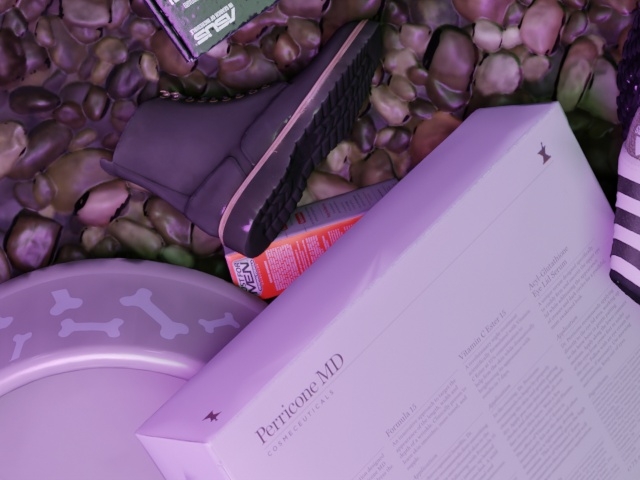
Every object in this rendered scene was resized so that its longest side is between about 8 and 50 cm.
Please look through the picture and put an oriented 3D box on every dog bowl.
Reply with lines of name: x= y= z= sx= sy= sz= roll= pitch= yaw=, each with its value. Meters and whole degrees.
dog bowl: x=-0.144 y=0.190 z=1.357 sx=0.349 sy=0.102 sz=0.349 roll=-1 pitch=115 yaw=-1

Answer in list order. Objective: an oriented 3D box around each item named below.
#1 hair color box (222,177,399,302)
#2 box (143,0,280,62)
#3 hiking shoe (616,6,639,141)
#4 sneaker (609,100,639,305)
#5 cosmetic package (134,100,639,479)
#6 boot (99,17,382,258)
hair color box: x=0.000 y=0.000 z=1.381 sx=0.141 sy=0.072 sz=0.043 roll=-16 pitch=106 yaw=-2
box: x=-0.063 y=-0.237 z=1.312 sx=0.180 sy=0.077 sz=0.147 roll=-34 pitch=106 yaw=1
hiking shoe: x=0.294 y=-0.159 z=1.372 sx=0.114 sy=0.086 sz=0.227 roll=16 pitch=100 yaw=-8
sneaker: x=0.392 y=-0.004 z=1.371 sx=0.447 sy=0.169 sz=0.257 roll=6 pitch=109 yaw=-25
cosmetic package: x=0.089 y=0.124 z=1.305 sx=0.377 sy=0.097 sz=0.284 roll=-43 pitch=116 yaw=-30
boot: x=-0.056 y=-0.100 z=1.353 sx=0.137 sy=0.077 sz=0.198 roll=27 pitch=68 yaw=20
